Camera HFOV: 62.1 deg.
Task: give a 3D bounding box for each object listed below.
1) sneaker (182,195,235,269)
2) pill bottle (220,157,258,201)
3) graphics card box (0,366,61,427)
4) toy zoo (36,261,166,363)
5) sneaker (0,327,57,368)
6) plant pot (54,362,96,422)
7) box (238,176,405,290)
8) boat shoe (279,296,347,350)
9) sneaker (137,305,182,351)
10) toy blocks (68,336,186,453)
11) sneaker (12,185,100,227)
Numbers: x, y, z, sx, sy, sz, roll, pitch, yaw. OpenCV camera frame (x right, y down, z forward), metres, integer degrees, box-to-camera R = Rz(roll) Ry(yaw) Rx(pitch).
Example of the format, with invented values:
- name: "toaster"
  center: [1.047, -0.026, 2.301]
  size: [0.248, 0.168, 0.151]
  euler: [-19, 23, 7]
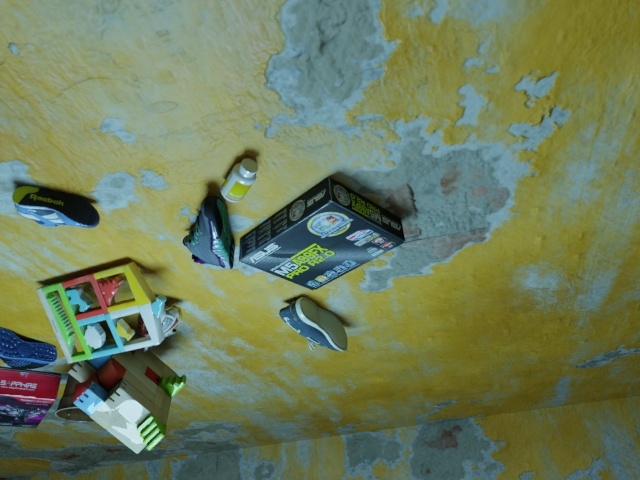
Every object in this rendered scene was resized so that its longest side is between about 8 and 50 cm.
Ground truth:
- name: "sneaker"
  center: [-0.227, -0.007, 1.028]
  size: [0.098, 0.083, 0.223]
  euler: [2, 148, 0]
- name: "pill bottle"
  center: [-0.138, -0.105, 0.916]
  size: [0.043, 0.043, 0.083]
  euler: [14, 144, -27]
- name: "graphics card box"
  center: [-1.019, 0.523, 1.749]
  size: [0.233, 0.094, 0.371]
  euler: [17, 143, -30]
- name: "toy zoo"
  center: [-0.474, 0.160, 1.188]
  size: [0.293, 0.030, 0.192]
  euler: [-15, 102, 15]
- name: "sneaker"
  center: [-0.835, 0.301, 1.432]
  size: [0.090, 0.081, 0.232]
  euler: [-25, 144, 17]
- name: "plant pot"
  center: [-0.690, 0.441, 1.592]
  size: [0.167, 0.165, 0.167]
  euler: [-3, 148, -2]
- name: "box"
  center: [0.000, 0.000, 1.082]
  size: [0.216, 0.060, 0.270]
  euler: [25, 137, -39]
- name: "boat shoe"
  center: [-0.013, 0.235, 1.417]
  size: [0.079, 0.095, 0.254]
  euler: [-23, 142, 24]
- name: "sneaker"
  center: [-0.412, 0.227, 1.363]
  size: [0.093, 0.088, 0.225]
  euler: [-3, 159, -30]
- name: "toy blocks"
  center: [-0.504, 0.349, 1.340]
  size: [0.191, 0.381, 0.261]
  euler: [-44, 105, 0]
- name: "sneaker"
  center: [-0.471, -0.052, 0.953]
  size: [0.144, 0.053, 0.059]
  euler: [19, 141, -18]
